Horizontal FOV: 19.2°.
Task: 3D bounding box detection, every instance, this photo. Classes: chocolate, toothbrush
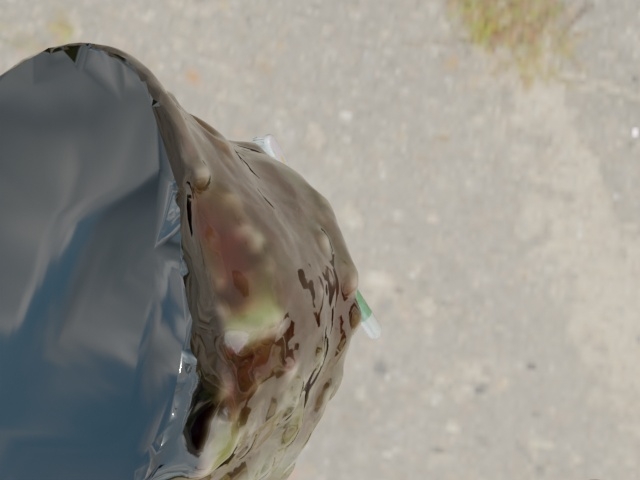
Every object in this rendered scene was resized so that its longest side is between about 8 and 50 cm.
[{"bbox_3d":[-0.116,0.075,0.937,0.340,0.225,0.210,-53,154,16],"label":"chocolate"},{"bbox_3d":[0.000,0.000,1.746,0.024,0.018,0.257,-7,131,32],"label":"toothbrush"}]

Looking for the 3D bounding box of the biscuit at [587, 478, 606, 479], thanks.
[{"bbox_3d":[0.263,0.310,1.844,0.029,0.221,0.142,7,102,8],"label":"biscuit"}]
